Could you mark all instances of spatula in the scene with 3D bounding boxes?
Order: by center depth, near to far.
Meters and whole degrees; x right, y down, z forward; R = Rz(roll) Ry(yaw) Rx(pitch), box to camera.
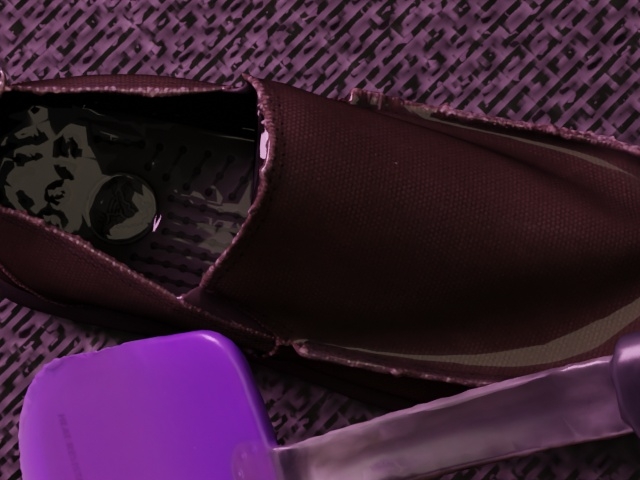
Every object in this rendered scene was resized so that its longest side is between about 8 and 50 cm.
[{"bbox_3d":[0.046,0.041,0.385,0.296,0.030,0.084,-16,91,24],"label":"spatula"}]

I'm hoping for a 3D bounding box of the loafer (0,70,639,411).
[{"bbox_3d":[0.000,0.000,0.430,0.220,0.078,0.080,5,78,11],"label":"loafer"}]
